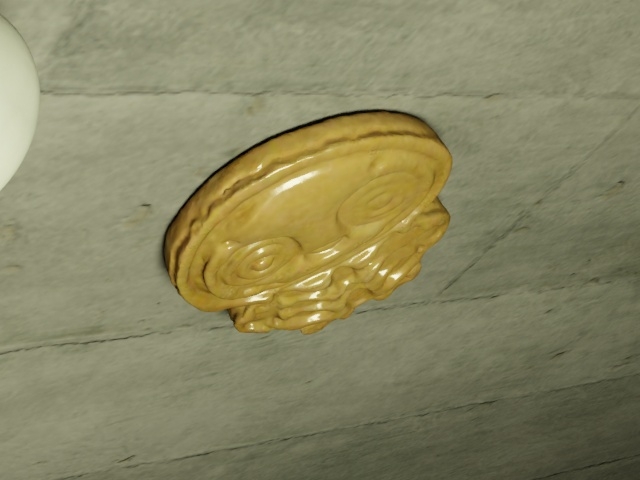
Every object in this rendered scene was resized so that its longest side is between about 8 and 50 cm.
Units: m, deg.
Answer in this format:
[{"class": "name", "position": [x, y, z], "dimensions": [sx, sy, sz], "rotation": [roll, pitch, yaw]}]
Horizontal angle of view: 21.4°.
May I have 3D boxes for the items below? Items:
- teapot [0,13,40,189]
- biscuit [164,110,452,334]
[{"class": "teapot", "position": [-0.196, -0.056, 0.753], "dimensions": [0.145, 0.092, 0.226], "rotation": [-26, 154, -7]}, {"class": "biscuit", "position": [0.000, 0.001, 1.155], "dimensions": [0.202, 0.044, 0.288], "rotation": [-27, 155, -2]}]
